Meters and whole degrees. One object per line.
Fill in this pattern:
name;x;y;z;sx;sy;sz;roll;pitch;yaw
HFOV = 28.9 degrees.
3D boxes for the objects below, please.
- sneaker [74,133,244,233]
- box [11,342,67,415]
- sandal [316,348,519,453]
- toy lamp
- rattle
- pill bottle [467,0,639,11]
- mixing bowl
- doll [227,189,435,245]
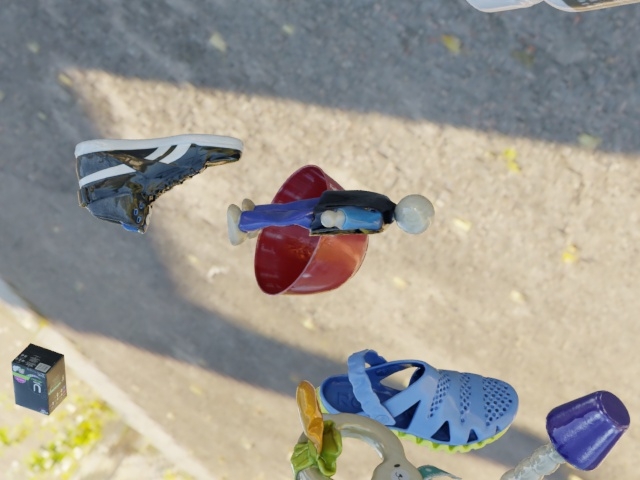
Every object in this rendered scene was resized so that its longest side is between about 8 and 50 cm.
sneaker;-0.205;-0.070;1.607;0.217;0.121;0.079;-4;173;-5
box;-0.413;0.204;1.826;0.062;0.052;0.083;17;127;17
sandal;0.147;0.233;1.850;0.318;0.126;0.138;2;136;-10
toy lamp;0.221;0.253;1.350;0.080;0.080;0.275;38;124;-13
rattle;0.072;0.224;1.361;0.200;0.130;0.142;18;117;15
pill bottle;0.242;-0.264;0.954;0.283;0.161;0.161;-4;139;36
mixing bowl;0.000;0.000;1.636;0.098;0.181;0.181;20;163;-27
doll;0.014;-0.025;1.160;0.189;0.129;0.046;-3;100;19
